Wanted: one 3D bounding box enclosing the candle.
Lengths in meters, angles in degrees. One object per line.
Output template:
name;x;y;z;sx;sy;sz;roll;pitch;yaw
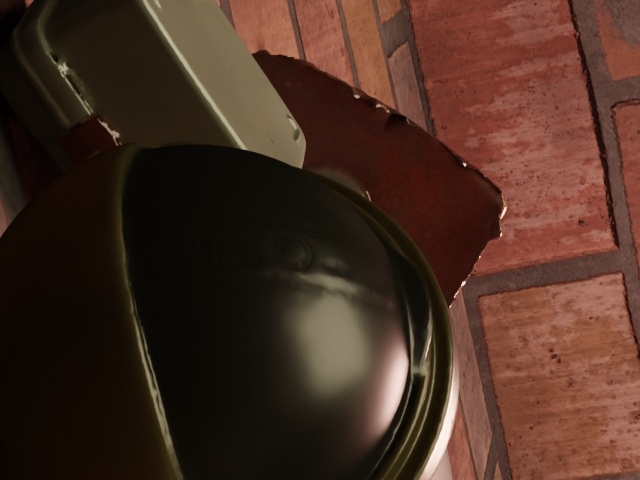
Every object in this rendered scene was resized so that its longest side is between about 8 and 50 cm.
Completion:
candle;0.019;-0.017;1.329;0.131;0.287;0.316;-31;107;-82

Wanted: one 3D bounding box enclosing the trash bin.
trash bin;-0.037;0.088;0.693;0.334;0.214;0.214;69;16;-55

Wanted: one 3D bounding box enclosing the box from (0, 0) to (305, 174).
box;-0.113;-0.091;1.039;0.210;0.129;0.148;55;21;-21
